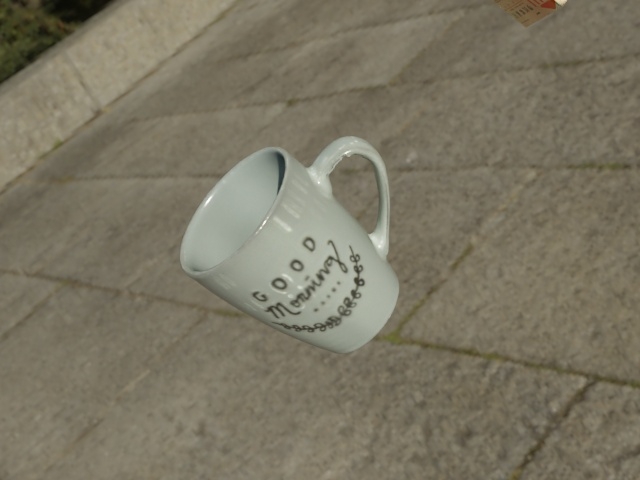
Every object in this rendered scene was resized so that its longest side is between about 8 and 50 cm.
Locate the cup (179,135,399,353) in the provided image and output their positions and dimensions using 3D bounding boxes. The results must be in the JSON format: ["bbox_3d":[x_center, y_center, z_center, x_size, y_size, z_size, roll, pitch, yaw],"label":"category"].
[{"bbox_3d":[0.000,0.000,1.239,0.258,0.234,0.186,-45,29,14],"label":"cup"}]

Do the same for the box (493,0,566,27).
[{"bbox_3d":[0.199,-0.240,0.996,0.015,0.058,0.093,-54,9,-6],"label":"box"}]
